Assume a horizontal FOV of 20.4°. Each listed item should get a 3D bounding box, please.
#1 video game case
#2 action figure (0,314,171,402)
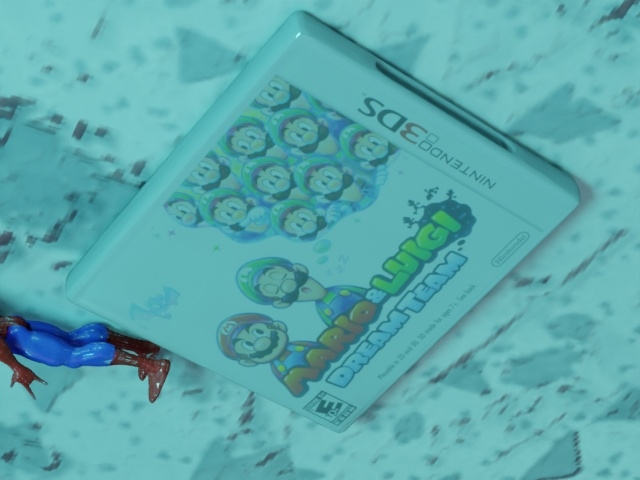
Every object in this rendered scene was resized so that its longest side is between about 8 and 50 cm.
[{"bbox_3d":[0.000,0.000,0.711,0.143,0.019,0.157,29,121,-26],"label":"video game case"},{"bbox_3d":[-0.120,0.041,0.719,0.115,0.038,0.030,20,108,-22],"label":"action figure"}]
